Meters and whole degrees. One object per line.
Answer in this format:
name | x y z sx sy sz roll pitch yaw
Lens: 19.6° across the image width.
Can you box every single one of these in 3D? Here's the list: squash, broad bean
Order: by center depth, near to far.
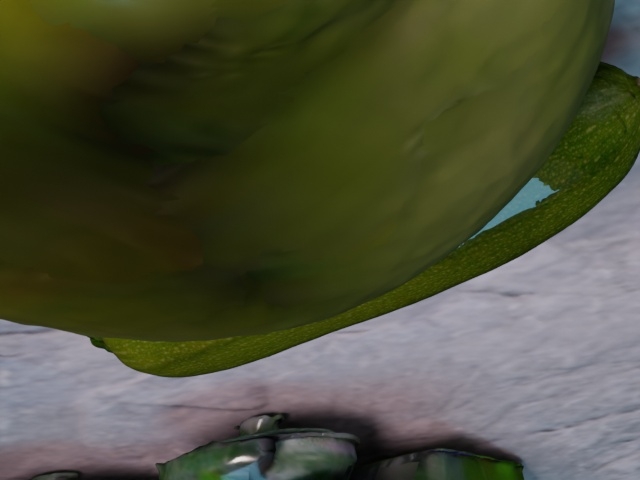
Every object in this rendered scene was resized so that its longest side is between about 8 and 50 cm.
broad bean | -0.044 -0.058 0.452 0.238 0.119 0.291 1 156 -12
squash | 0.000 0.000 0.650 0.258 0.069 0.069 -24 149 35

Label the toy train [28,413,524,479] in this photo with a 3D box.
toy train | -0.039 0.200 0.981 0.307 0.173 0.249 -18 161 27
